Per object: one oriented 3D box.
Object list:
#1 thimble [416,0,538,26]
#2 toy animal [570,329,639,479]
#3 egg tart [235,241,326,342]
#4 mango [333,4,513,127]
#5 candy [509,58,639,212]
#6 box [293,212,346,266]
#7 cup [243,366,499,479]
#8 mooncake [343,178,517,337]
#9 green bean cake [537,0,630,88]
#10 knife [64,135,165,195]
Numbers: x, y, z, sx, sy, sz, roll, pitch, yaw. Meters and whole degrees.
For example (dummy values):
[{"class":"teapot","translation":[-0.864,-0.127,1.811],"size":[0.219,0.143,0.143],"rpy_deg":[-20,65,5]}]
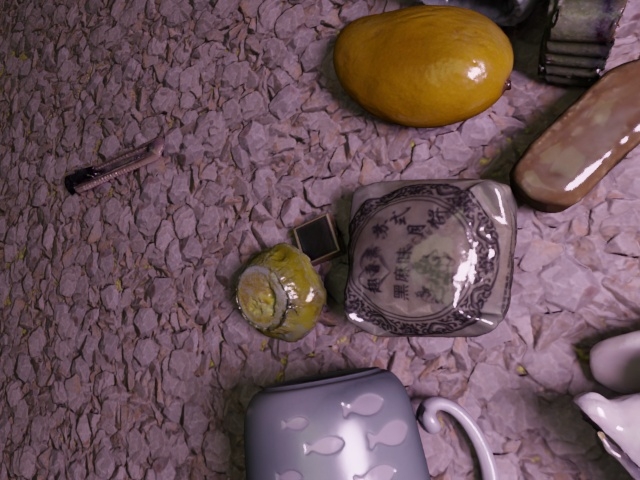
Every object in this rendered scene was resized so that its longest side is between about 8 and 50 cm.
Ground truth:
[{"class":"thimble","translation":[0.237,-0.449,0.637],"size":[0.250,0.205,0.172],"rpy_deg":[25,98,11]},{"class":"toy animal","translation":[0.454,0.201,0.440],"size":[0.289,0.174,0.249],"rpy_deg":[-26,59,21]},{"class":"egg tart","translation":[-0.087,0.103,0.754],"size":[0.197,0.078,0.197],"rpy_deg":[5,99,34]},{"class":"mango","translation":[0.153,-0.290,0.693],"size":[0.331,0.142,0.195],"rpy_deg":[17,84,35]},{"class":"candy","translation":[0.377,-0.141,0.573],"size":[0.102,0.104,0.234],"rpy_deg":[45,102,20]},{"class":"box","translation":[0.000,0.000,0.767],"size":[0.083,0.035,0.079],"rpy_deg":[-25,71,21]},{"class":"cup","translation":[0.073,0.323,0.579],"size":[0.356,0.259,0.274],"rpy_deg":[-9,75,-8]},{"class":"mooncake","translation":[0.162,0.025,0.629],"size":[0.250,0.136,0.254],"rpy_deg":[-1,80,30]},{"class":"green bean cake","translation":[0.374,-0.328,0.568],"size":[0.094,0.173,0.181],"rpy_deg":[20,92,26]},{"class":"knife","translation":[-0.546,-0.195,1.062],"size":[0.365,0.043,0.089],"rpy_deg":[-14,76,23]}]
